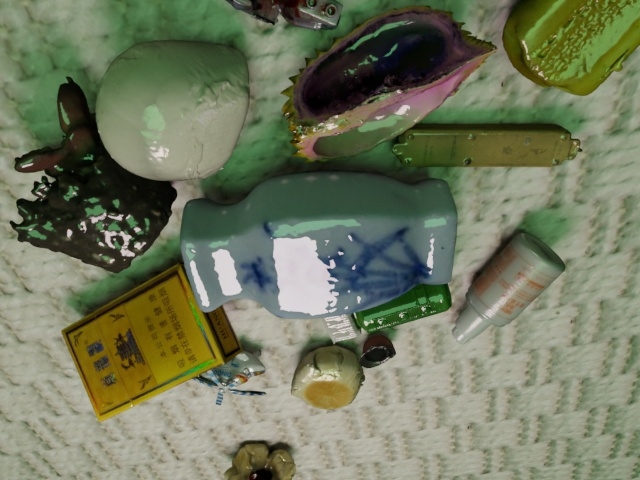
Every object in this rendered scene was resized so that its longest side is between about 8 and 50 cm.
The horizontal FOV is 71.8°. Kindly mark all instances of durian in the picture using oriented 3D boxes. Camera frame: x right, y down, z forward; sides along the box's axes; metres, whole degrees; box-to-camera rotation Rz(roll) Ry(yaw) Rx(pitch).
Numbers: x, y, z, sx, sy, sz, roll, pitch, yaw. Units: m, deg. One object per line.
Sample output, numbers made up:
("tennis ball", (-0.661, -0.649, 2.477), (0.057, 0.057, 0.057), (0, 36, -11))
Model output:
("durian", (0.074, -0.199, 0.620), (0.260, 0.154, 0.186), (-13, 145, 0))

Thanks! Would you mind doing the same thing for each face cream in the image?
("face cream", (0.334, 0.108, 0.841), (0.101, 0.101, 0.252), (23, 120, -16))

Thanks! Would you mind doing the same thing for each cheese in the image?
("cheese", (-0.202, -0.175, 0.601), (0.154, 0.189, 0.198), (34, 120, 15))

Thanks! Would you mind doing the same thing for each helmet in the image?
("helmet", (0.118, 0.231, 0.946), (0.084, 0.049, 0.065), (-35, 127, 21))

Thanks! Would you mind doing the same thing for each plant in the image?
("plant", (-0.342, -0.071, 0.657), (0.204, 0.178, 0.234), (-35, 124, 22))

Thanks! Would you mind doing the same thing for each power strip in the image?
("power strip", (0.263, -0.151, 0.704), (0.305, 0.044, 0.064), (0, 123, 0))

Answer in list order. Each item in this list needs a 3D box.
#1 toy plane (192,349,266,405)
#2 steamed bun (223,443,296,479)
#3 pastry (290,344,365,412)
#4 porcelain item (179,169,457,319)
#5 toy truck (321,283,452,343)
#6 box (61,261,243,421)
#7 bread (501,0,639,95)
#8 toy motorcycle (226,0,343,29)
("toy plane", (-0.255, 0.272, 0.950), (0.273, 0.107, 0.182), (-7, 132, 20))
("steamed bun", (-0.160, 0.598, 1.116), (0.192, 0.177, 0.106), (4, 115, 12))
("pastry", (0.015, 0.301, 0.966), (0.165, 0.088, 0.166), (-1, 122, -1))
("porcelain item", (0.000, 0.000, 0.714), (0.405, 0.178, 0.243), (-6, 123, -1))
("toy truck", (0.114, 0.109, 0.822), (0.242, 0.125, 0.101), (-18, 123, 11))
("box", (-0.319, 0.189, 0.832), (0.301, 0.084, 0.193), (-27, 84, 16))
("bread", (0.390, -0.360, 0.527), (0.166, 0.112, 0.383), (29, 119, -17))
("toy motorcycle", (-0.069, -0.317, 0.539), (0.213, 0.122, 0.082), (18, 107, -14))
